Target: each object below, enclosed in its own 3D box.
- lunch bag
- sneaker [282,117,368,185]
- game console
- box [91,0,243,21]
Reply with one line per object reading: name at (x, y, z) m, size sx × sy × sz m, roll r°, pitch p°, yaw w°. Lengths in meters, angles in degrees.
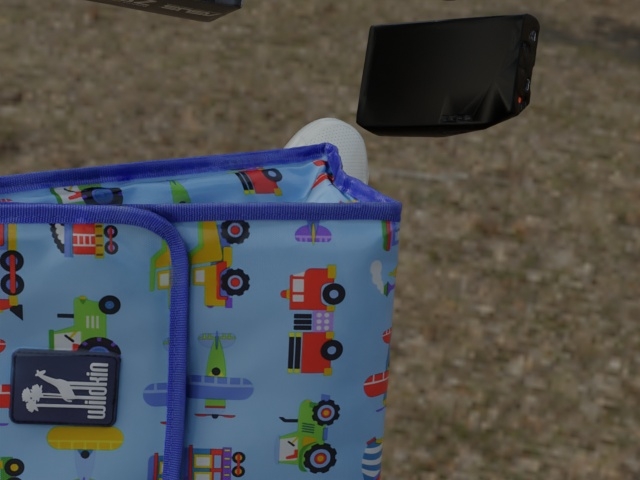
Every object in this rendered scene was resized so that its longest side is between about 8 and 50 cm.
lunch bag at (-0.114, 0.068, 0.948) m, size 0.293 × 0.221 × 0.138 m, roll -4°, pitch 21°, yaw -19°
sneaker at (0.000, 0.000, 1.361) m, size 0.108 × 0.292 × 0.169 m, roll 29°, pitch -25°, yaw -16°
game console at (0.155, -0.294, 1.763) m, size 0.213 × 0.361 × 0.044 m, roll 1°, pitch -12°, yaw 38°
box at (-0.232, -0.461, 1.703) m, size 0.318 × 0.395 × 0.097 m, roll 5°, pitch -6°, yaw -31°
